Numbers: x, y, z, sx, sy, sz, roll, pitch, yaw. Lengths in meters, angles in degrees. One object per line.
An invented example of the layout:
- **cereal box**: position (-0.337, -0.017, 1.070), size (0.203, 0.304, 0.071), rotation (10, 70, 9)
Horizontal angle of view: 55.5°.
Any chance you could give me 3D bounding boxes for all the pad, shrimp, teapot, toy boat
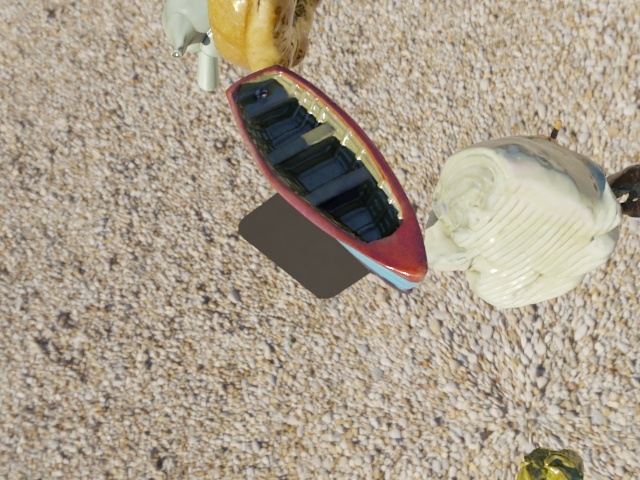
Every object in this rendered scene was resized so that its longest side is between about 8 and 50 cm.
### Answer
- **pad**: position (0.000, 0.000, 1.051), size (0.181, 0.267, 0.004), rotation (-35, 40, 15)
- **shrimp**: position (0.577, -0.086, 1.169), size (0.042, 0.190, 0.101), rotation (-9, 85, -26)
- **teapot**: position (-0.229, -0.466, 1.334), size (0.220, 0.318, 0.149), rotation (-36, 90, 2)
- **toy boat**: position (0.008, -0.080, 0.741), size (0.136, 0.079, 0.392), rotation (-30, 58, -11)

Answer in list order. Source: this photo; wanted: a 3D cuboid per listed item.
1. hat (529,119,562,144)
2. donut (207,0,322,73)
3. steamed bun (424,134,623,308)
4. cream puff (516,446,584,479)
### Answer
- **hat**: position (0.554, -0.225, 1.602), size (0.233, 0.244, 0.233), rotation (-54, 47, 10)
- **donut**: position (-0.082, -0.440, 1.053), size (0.150, 0.299, 0.317), rotation (21, 110, 9)
- **steamed bun**: position (0.364, -0.057, 1.153), size (0.352, 0.339, 0.247), rotation (17, 47, -12)
- **cream puff**: position (0.345, 0.385, 0.912), size (0.121, 0.156, 0.156), rotation (-23, 68, -3)
